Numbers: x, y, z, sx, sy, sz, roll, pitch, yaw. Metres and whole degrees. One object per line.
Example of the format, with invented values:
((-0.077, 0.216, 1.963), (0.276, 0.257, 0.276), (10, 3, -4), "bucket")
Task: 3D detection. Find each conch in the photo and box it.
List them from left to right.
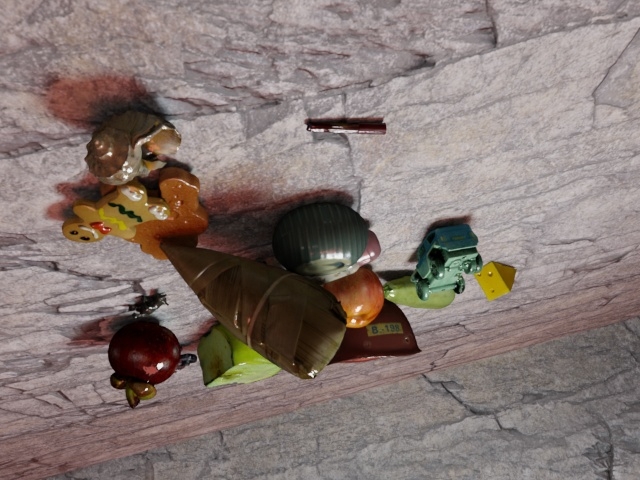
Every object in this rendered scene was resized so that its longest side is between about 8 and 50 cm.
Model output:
((-0.317, -0.159, 1.078), (0.155, 0.130, 0.207), (-12, 171, 20), "conch")

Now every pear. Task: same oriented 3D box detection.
((-0.250, 0.380, 2.106), (0.281, 0.176, 0.286), (5, 151, -34), "pear")

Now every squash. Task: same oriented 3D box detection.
((0.325, 0.176, 2.106), (0.370, 0.118, 0.118), (6, 146, -39), "squash")

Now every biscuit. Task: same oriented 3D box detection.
((-0.430, -0.044, 1.260), (0.240, 0.035, 0.158), (-23, 145, 22), "biscuit")
((-0.351, -0.055, 1.348), (0.201, 0.047, 0.334), (-8, 150, -6), "biscuit")

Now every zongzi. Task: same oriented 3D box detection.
((-0.144, 0.141, 1.585), (0.218, 0.467, 0.500), (-53, 173, -3), "zongzi")

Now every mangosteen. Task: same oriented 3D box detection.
((-0.534, 0.372, 1.842), (0.215, 0.258, 0.215), (7, 170, 1), "mangosteen")

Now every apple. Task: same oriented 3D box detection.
((0.100, 0.184, 1.941), (0.209, 0.164, 0.209), (-12, 151, -7), "apple")

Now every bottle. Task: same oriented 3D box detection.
((0.042, 0.045, 1.692), (0.253, 0.120, 0.120), (-22, 153, 9), "bottle")

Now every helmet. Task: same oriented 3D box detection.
((0.149, 0.309, 2.132), (0.384, 0.230, 0.337), (-2, 168, -18), "helmet")

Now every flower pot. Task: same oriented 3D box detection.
((0.000, 0.000, 1.535), (0.242, 0.157, 0.189), (-8, 155, -2), "flower pot")

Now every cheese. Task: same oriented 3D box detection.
((0.663, 0.136, 2.283), (0.093, 0.126, 0.171), (-35, 168, 36), "cheese")

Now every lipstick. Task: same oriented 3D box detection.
((0.053, -0.231, 1.265), (0.176, 0.027, 0.027), (-3, 151, -22), "lipstick")

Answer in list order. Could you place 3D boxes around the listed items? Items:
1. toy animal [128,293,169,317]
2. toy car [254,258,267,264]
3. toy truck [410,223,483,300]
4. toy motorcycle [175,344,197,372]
((-0.478, 0.181, 1.739), (0.135, 0.047, 0.065), (-34, 154, 29), "toy animal")
((-0.187, 0.083, 1.735), (0.041, 0.025, 0.093), (8, 142, -37), "toy car")
((0.381, 0.069, 1.885), (0.154, 0.156, 0.279), (-9, 153, -15), "toy truck")
((-0.536, 0.403, 2.106), (0.213, 0.082, 0.122), (14, 143, -27), "toy motorcycle")
